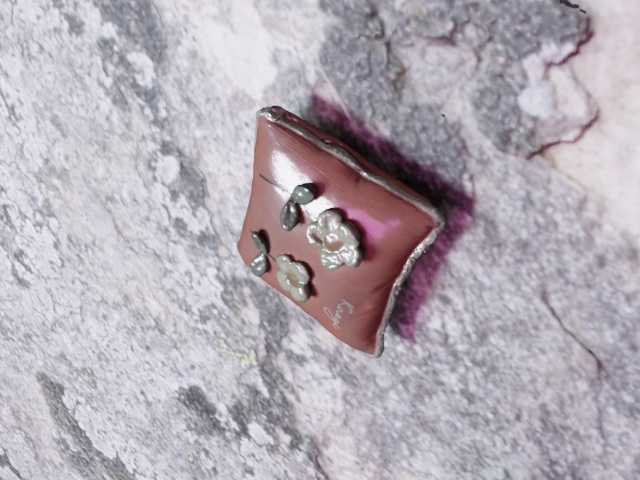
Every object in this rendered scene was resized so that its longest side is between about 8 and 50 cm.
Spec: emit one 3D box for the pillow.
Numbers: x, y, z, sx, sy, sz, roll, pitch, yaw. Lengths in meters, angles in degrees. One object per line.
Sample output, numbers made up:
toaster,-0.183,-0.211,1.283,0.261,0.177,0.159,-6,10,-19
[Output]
pillow,0.000,0.000,0.759,0.171,0.075,0.179,36,138,18
